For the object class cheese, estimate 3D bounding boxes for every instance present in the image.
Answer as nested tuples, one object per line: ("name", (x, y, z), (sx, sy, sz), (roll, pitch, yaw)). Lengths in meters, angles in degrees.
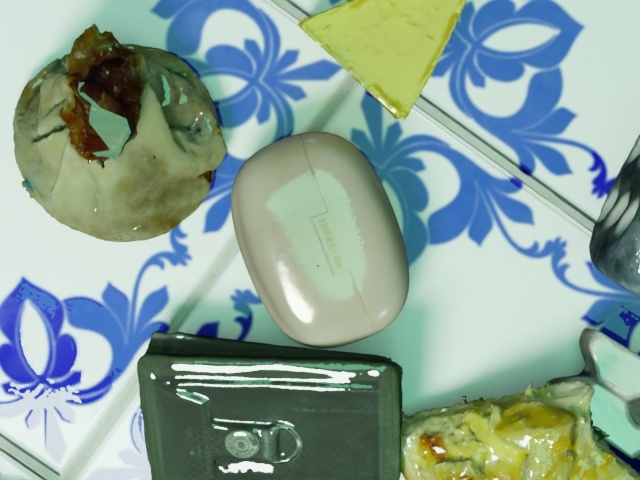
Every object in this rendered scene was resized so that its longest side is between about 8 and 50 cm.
("cheese", (0.085, -0.210, 1.422), (0.126, 0.093, 0.171), (44, 95, -3))

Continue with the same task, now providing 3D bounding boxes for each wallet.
("wallet", (-0.046, 0.172, 1.468), (0.245, 0.052, 0.168), (4, 113, 10))

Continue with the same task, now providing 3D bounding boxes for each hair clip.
("hair clip", (0.367, 0.205, 1.484), (0.331, 0.085, 0.101), (33, 94, 2))

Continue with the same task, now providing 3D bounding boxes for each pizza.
("pizza", (0.216, 0.248, 1.455), (0.323, 0.089, 0.223), (42, 124, -4))

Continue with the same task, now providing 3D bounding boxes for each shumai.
("shumai", (-0.185, -0.094, 1.426), (0.201, 0.120, 0.201), (0, 95, -1))

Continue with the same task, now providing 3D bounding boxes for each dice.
("dice", (0.357, -0.017, 1.403), (0.183, 0.182, 0.181), (25, 96, -4))

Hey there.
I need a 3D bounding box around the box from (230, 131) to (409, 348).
("box", (0.000, 0.000, 1.453), (0.146, 0.088, 0.200), (-21, 99, 3))
